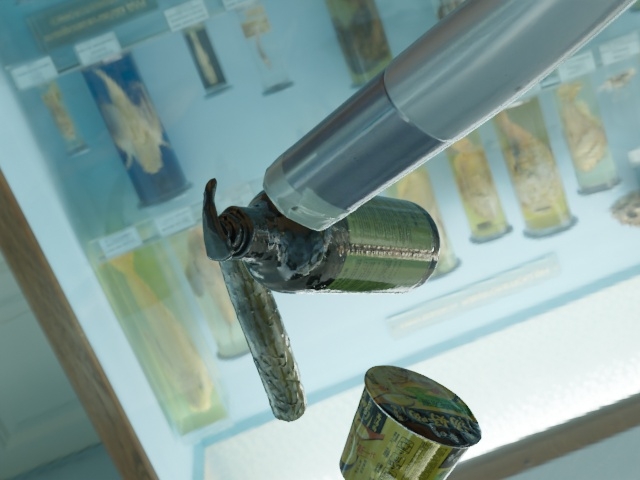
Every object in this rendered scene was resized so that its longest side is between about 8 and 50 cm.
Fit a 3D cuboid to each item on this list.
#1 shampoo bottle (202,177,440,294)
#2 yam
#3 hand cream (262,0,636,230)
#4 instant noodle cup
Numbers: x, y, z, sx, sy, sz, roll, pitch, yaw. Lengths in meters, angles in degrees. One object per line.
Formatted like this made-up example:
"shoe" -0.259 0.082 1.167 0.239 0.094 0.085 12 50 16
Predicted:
"shampoo bottle" 0.000 0.000 0.763 0.101 0.101 0.283 -6 174 38
"yam" -0.090 0.139 1.302 0.071 0.317 0.067 -11 -161 18
"hand cream" 0.071 -0.080 0.345 0.255 0.048 0.079 -36 -178 39
"instant noodle cup" 0.094 0.234 0.962 0.151 0.151 0.122 -98 -147 -71
